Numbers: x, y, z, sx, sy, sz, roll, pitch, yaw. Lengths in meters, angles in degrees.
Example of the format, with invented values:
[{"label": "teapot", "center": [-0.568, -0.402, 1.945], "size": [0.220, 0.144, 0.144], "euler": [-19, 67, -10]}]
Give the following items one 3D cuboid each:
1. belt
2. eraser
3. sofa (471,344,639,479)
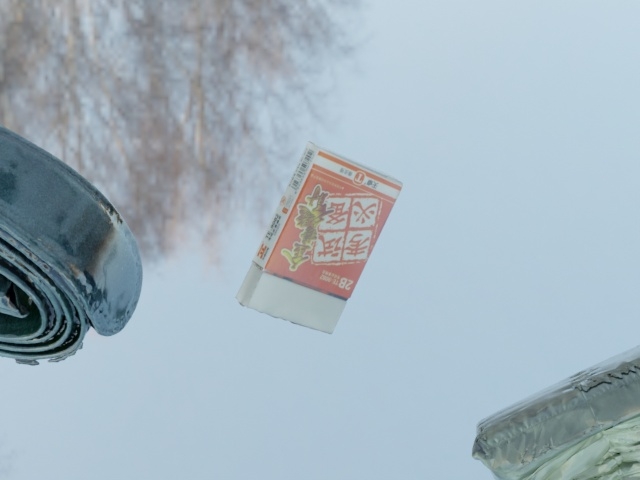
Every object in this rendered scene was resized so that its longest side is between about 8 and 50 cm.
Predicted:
[{"label": "belt", "center": [-0.269, -0.002, 1.136], "size": [0.267, 0.206, 0.116], "euler": [27, -128, -11]}, {"label": "eraser", "center": [0.000, 0.000, 1.881], "size": [0.157, 0.230, 0.038], "euler": [20, -172, -40]}, {"label": "sofa", "center": [0.256, 0.210, 1.164], "size": [0.210, 0.225, 0.176], "euler": [-24, 178, 5]}]
